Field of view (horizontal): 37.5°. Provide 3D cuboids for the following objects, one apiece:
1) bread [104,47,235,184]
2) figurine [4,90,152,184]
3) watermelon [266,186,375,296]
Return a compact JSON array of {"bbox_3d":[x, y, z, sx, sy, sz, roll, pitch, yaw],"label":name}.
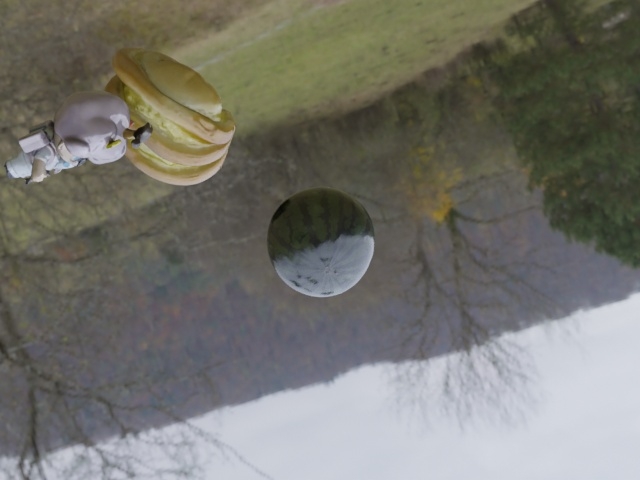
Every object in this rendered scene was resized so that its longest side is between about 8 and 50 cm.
[{"bbox_3d":[-0.344,-0.268,2.068,0.211,0.316,0.270,-52,179,-24],"label":"bread"},{"bbox_3d":[-0.355,-0.152,1.367,0.229,0.111,0.137,-22,-165,14],"label":"figurine"},{"bbox_3d":[0.000,0.000,1.772,0.212,0.212,0.212,-18,178,-1],"label":"watermelon"}]
